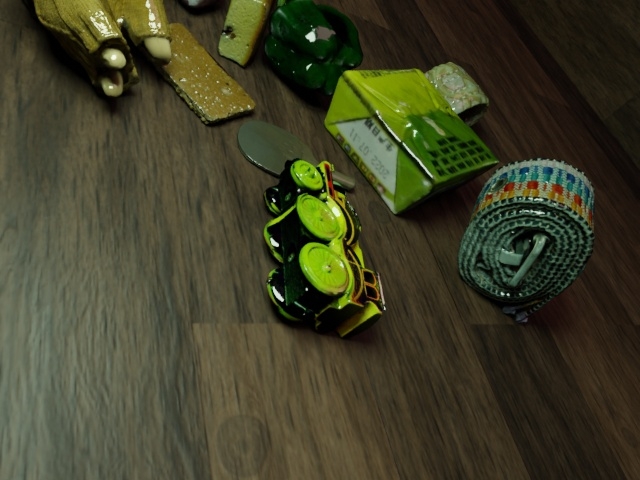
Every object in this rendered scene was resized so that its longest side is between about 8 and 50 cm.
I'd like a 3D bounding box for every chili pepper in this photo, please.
[{"bbox_3d":[-0.030,-0.413,1.037,0.174,0.165,0.261,-14,50,-34],"label":"chili pepper"}]

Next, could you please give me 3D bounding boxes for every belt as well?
[{"bbox_3d":[0.361,0.005,0.914,0.207,0.295,0.160,24,49,6],"label":"belt"}]

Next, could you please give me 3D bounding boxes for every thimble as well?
[{"bbox_3d":[0.321,-0.356,1.283,0.191,0.137,0.143,-22,72,-30],"label":"thimble"}]

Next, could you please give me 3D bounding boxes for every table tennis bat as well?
[{"bbox_3d":[-0.041,-0.145,0.914,0.235,0.022,0.131,23,43,-17],"label":"table tennis bat"}]

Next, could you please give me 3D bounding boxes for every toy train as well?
[{"bbox_3d":[0.000,0.000,0.761,0.161,0.100,0.296,22,44,-31],"label":"toy train"}]

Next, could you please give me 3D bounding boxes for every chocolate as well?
[{"bbox_3d":[0.187,-0.213,1.057,0.301,0.137,0.288,-21,70,-47],"label":"chocolate"}]

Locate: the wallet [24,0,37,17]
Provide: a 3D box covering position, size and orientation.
[{"bbox_3d":[-0.467,-0.456,0.833,0.124,0.042,0.230,-25,79,-47],"label":"wallet"}]

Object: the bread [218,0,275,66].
[{"bbox_3d":[-0.134,-0.523,1.073,0.077,0.138,0.361,19,45,-13],"label":"bread"}]

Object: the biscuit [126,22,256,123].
[{"bbox_3d":[-0.227,-0.300,0.898,0.231,0.025,0.131,49,43,7],"label":"biscuit"}]

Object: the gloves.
[{"bbox_3d":[-0.339,-0.375,0.754,0.203,0.155,0.356,1,68,-55],"label":"gloves"}]

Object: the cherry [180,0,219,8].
[{"bbox_3d":[-0.238,-0.524,1.045,0.115,0.188,0.148,-11,66,2],"label":"cherry"}]
